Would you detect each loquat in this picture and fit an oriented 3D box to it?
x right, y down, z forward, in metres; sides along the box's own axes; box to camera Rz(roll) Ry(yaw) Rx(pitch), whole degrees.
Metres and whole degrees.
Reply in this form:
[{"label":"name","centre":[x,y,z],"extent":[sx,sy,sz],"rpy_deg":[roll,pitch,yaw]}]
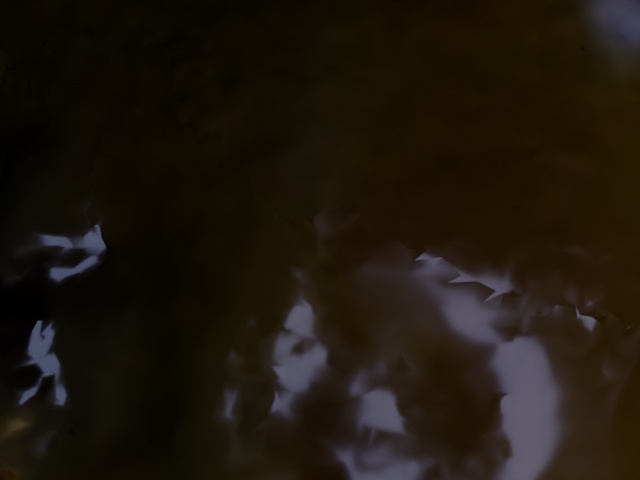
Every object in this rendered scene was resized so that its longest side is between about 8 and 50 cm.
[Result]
[{"label":"loquat","centre":[0.000,0.000,0.558],"extent":[0.328,0.328,0.328],"rpy_deg":[-23,140,-21]}]
